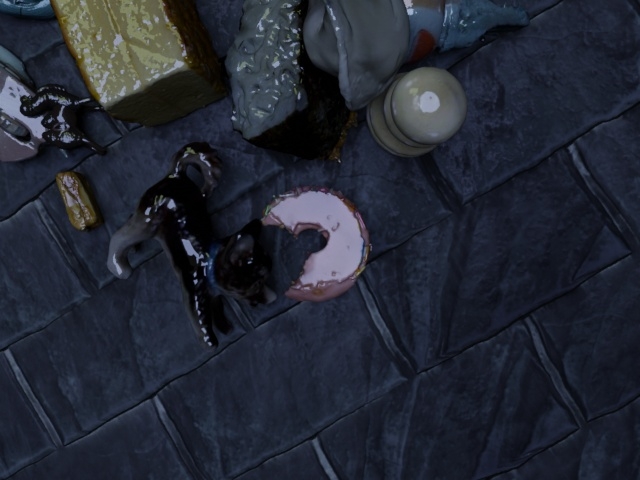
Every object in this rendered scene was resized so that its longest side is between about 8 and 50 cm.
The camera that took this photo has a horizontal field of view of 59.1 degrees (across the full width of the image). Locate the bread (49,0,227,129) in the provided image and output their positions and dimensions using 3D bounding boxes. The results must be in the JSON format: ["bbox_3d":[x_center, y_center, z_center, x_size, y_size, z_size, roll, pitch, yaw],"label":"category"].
[{"bbox_3d":[-0.329,-0.380,1.052,0.207,0.279,0.279,-24,93,5],"label":"bread"}]

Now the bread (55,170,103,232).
[{"bbox_3d":[-0.507,-0.082,1.185,0.053,0.074,0.132,-23,92,-4],"label":"bread"}]

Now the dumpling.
[{"bbox_3d":[0.037,-0.355,0.883,0.175,0.227,0.243,-38,64,17],"label":"dumpling"}]

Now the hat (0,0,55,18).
[{"bbox_3d":[-0.613,-0.534,1.173,0.191,0.078,0.138,-2,102,-12],"label":"hat"}]

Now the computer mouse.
[{"bbox_3d":[-0.692,-0.289,1.174,0.389,0.115,0.199,41,100,3],"label":"computer mouse"}]

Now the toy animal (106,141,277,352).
[{"bbox_3d":[-0.218,0.004,1.099,0.344,0.194,0.302,40,102,-3],"label":"toy animal"}]

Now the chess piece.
[{"bbox_3d":[0.169,-0.222,0.981,0.167,0.299,0.166,0,100,1],"label":"chess piece"}]

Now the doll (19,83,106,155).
[{"bbox_3d":[-0.526,-0.250,1.157,0.165,0.057,0.139,1,94,-20],"label":"doll"}]

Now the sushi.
[{"bbox_3d":[-0.059,-0.324,1.064,0.234,0.208,0.348,-4,80,42],"label":"sushi"}]

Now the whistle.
[{"bbox_3d":[0.217,-0.402,1.044,0.348,0.189,0.189,5,94,-6],"label":"whistle"}]

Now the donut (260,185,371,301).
[{"bbox_3d":[0.000,0.000,1.128,0.199,0.085,0.232,-16,91,7],"label":"donut"}]
